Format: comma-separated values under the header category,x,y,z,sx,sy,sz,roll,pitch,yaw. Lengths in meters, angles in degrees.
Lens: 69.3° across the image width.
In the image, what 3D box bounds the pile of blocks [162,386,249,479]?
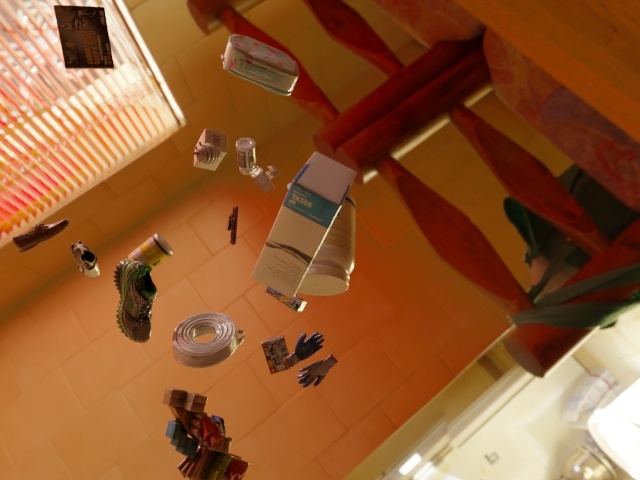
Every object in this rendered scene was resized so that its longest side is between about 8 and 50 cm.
category,x,y,z,sx,sy,sz,roll,pitch,yaw
pile of blocks,-0.307,0.549,1.229,0.112,0.149,0.362,-7,117,46

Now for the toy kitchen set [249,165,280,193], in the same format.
category,x,y,z,sx,sy,sz,roll,pitch,yaw
toy kitchen set,-0.151,-0.184,1.217,0.083,0.068,0.075,50,177,33

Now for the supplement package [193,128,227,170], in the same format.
category,x,y,z,sx,sy,sz,roll,pitch,yaw
supplement package,-0.509,-0.415,2.136,0.179,0.105,0.105,-36,52,54

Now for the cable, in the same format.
category,x,y,z,sx,sy,sz,roll,pitch,yaw
cable,-0.453,0.390,1.827,0.257,0.257,0.089,11,123,13

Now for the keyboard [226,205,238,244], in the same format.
category,x,y,z,sx,sy,sz,roll,pitch,yaw
keyboard,-0.444,-0.076,2.308,0.100,0.038,0.192,2,88,64

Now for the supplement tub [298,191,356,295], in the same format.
category,x,y,z,sx,sy,sz,roll,pitch,yaw
supplement tub,0.000,0.000,1.554,0.235,0.235,0.325,76,-164,-63

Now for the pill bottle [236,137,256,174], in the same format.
category,x,y,z,sx,sy,sz,roll,pitch,yaw
pill bottle,-0.291,-0.329,1.827,0.078,0.078,0.137,47,151,27

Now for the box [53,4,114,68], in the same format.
category,x,y,z,sx,sy,sz,roll,pitch,yaw
box,-0.940,-0.805,1.846,0.056,0.183,0.231,23,120,59

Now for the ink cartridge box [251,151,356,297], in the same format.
category,x,y,z,sx,sy,sz,roll,pitch,yaw
ink cartridge box,-0.043,-0.042,1.196,0.129,0.308,0.223,27,-148,-2

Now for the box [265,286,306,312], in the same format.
category,x,y,z,sx,sy,sz,roll,pitch,yaw
box,-0.143,0.235,1.938,0.168,0.054,0.059,30,-177,24

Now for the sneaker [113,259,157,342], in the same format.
category,x,y,z,sx,sy,sz,roll,pitch,yaw
sneaker,-0.726,0.251,1.850,0.146,0.134,0.344,3,106,24

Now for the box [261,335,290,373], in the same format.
category,x,y,z,sx,sy,sz,roll,pitch,yaw
box,-0.172,0.455,1.844,0.027,0.093,0.137,-113,7,-78

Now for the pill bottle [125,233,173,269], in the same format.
category,x,y,z,sx,sy,sz,roll,pitch,yaw
pill bottle,-0.766,0.076,2.045,0.119,0.208,0.119,50,174,7

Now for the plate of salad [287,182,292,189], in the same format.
category,x,y,z,sx,sy,sz,roll,pitch,yaw
plate of salad,-0.055,-0.207,2.068,0.200,0.199,0.048,43,122,41

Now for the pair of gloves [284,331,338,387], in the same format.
category,x,y,z,sx,sy,sz,roll,pitch,yaw
pair of gloves,-0.034,0.407,1.588,0.198,0.159,0.023,60,165,-22

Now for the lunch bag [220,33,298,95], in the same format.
category,x,y,z,sx,sy,sz,roll,pitch,yaw
lunch bag,-0.222,-0.637,1.686,0.279,0.108,0.224,16,-144,-21

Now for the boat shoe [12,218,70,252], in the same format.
category,x,y,z,sx,sy,sz,roll,pitch,yaw
boat shoe,-0.929,-0.028,1.544,0.064,0.178,0.060,12,132,59

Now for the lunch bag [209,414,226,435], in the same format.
category,x,y,z,sx,sy,sz,roll,pitch,yaw
lunch bag,-0.338,0.599,1.460,0.067,0.065,0.099,1,97,35

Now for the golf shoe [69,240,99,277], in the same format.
category,x,y,z,sx,sy,sz,roll,pitch,yaw
golf shoe,-0.982,0.095,1.955,0.093,0.077,0.198,23,144,30

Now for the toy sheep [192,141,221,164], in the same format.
category,x,y,z,sx,sy,sz,roll,pitch,yaw
toy sheep,-0.451,-0.344,1.835,0.091,0.132,0.091,10,104,43
